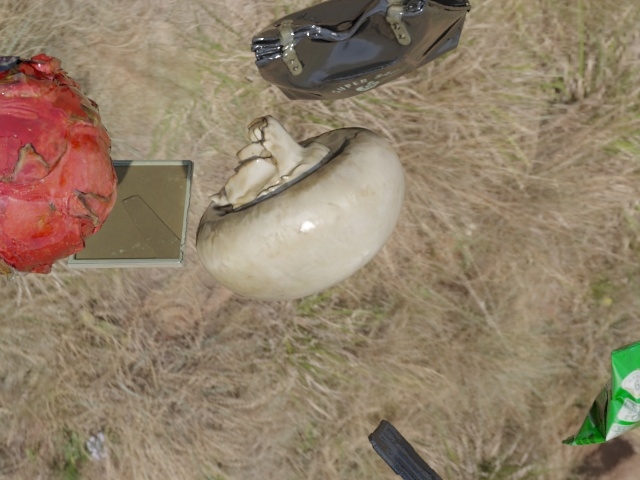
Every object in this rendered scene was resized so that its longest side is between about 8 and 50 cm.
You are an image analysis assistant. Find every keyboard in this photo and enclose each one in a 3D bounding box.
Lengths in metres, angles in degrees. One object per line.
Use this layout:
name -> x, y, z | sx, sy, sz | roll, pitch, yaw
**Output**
keyboard -> 0.214, 0.525, 1.989 | 0.262, 0.106, 0.016 | 46, 122, 6

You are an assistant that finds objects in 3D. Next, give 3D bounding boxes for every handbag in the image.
handbag -> 0.051, -0.302, 1.292 | 0.342, 0.288, 0.152 | -16, 93, 15

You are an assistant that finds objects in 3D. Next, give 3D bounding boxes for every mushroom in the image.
mushroom -> -0.027, -0.041, 0.885 | 0.226, 0.226, 0.178 | -35, 102, -16

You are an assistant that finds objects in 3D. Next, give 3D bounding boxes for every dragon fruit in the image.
dragon fruit -> -0.414, -0.107, 1.156 | 0.295, 0.295, 0.302 | -37, 108, -15

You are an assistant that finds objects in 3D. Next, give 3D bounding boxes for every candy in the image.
candy -> 0.386, 0.176, 1.056 | 0.141, 0.078, 0.203 | -28, 142, -34

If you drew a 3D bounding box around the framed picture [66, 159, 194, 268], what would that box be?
framed picture -> -0.356, -0.057, 1.675 | 0.211, 0.289, 0.020 | -1, 135, -3
